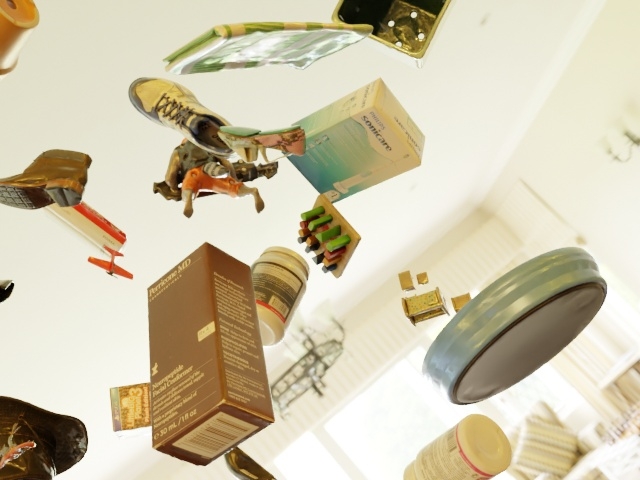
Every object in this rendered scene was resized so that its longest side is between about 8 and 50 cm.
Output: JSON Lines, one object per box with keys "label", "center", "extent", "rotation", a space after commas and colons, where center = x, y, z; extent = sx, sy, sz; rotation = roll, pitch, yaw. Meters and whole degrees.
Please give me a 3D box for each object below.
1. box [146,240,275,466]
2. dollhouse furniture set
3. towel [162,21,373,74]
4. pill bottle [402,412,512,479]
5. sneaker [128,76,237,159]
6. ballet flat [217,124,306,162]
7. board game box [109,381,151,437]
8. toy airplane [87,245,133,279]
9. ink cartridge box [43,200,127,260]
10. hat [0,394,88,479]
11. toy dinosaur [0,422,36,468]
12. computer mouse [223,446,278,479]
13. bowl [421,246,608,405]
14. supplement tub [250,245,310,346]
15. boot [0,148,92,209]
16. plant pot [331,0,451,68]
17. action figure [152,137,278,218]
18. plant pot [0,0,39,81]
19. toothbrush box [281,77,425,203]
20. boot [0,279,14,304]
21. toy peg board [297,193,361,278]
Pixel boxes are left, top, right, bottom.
{"label": "box", "center": [-0.221, 0.210, 1.401], "extent": [0.191, 0.381, 0.143], "rotation": [-37, -48, 22]}
{"label": "dollhouse furniture set", "center": [0.319, 0.131, 2.057], "extent": [0.182, 0.160, 0.101], "rotation": [-20, -33, 14]}
{"label": "towel", "center": [-0.101, -0.360, 1.364], "extent": [0.325, 0.038, 0.248], "rotation": [-10, 2, -36]}
{"label": "pill bottle", "center": [0.346, 0.580, 1.882], "extent": [0.160, 0.160, 0.283], "rotation": [-24, -20, -47]}
{"label": "sneaker", "center": [-0.306, -0.291, 1.678], "extent": [0.111, 0.296, 0.131], "rotation": [-62, 11, 1]}
{"label": "ballet flat", "center": [-0.126, -0.202, 1.529], "extent": [0.077, 0.222, 0.079], "rotation": [-31, -60, -53]}
{"label": "board game box", "center": [-0.531, 0.551, 2.390], "extent": [0.291, 0.141, 0.232], "rotation": [-6, -20, -13]}
{"label": "toy airplane", "center": [-0.629, 0.066, 2.201], "extent": [0.028, 0.151, 0.151], "rotation": [-54, -19, 18]}
{"label": "ink cartridge box", "center": [-0.821, -0.055, 2.527], "extent": [0.091, 0.308, 0.385], "rotation": [-54, 7, -15]}
{"label": "hat", "center": [-0.623, 0.445, 1.409], "extent": [0.331, 0.134, 0.331], "rotation": [-8, -45, -8]}
{"label": "toy dinosaur", "center": [-0.512, 0.358, 1.224], "extent": [0.082, 0.047, 0.090], "rotation": [-13, 53, 55]}
{"label": "computer mouse", "center": [-0.141, 0.567, 1.709], "extent": [0.060, 0.262, 0.184], "rotation": [-51, -2, -17]}
{"label": "bowl", "center": [0.374, 0.174, 1.371], "extent": [0.391, 0.077, 0.391], "rotation": [-24, -33, -17]}
{"label": "supplement tub", "center": [-0.155, 0.170, 2.214], "extent": [0.272, 0.191, 0.191], "rotation": [-64, 0, -39]}
{"label": "boot", "center": [-0.558, -0.124, 1.445], "extent": [0.082, 0.219, 0.106], "rotation": [78, -162, -52]}
{"label": "plant pot", "center": [0.207, -0.576, 1.834], "extent": [0.247, 0.248, 0.252], "rotation": [-63, -12, 2]}
{"label": "action figure", "center": [-0.251, -0.185, 1.844], "extent": [0.341, 0.330, 0.178], "rotation": [-17, -51, -19]}
{"label": "plant pot", "center": [-0.735, -0.477, 1.611], "extent": [0.188, 0.205, 0.205], "rotation": [-28, -9, 26]}
{"label": "toothbrush box", "center": [0.086, -0.246, 1.852], "extent": [0.296, 0.216, 0.126], "rotation": [-22, 36, 34]}
{"label": "boot", "center": [-0.925, 0.102, 1.947], "extent": [0.338, 0.223, 0.118], "rotation": [-83, 7, -67]}
{"label": "toy peg board", "center": [0.000, 0.000, 1.812], "extent": [0.079, 0.161, 0.160], "rotation": [-22, -29, -38]}
